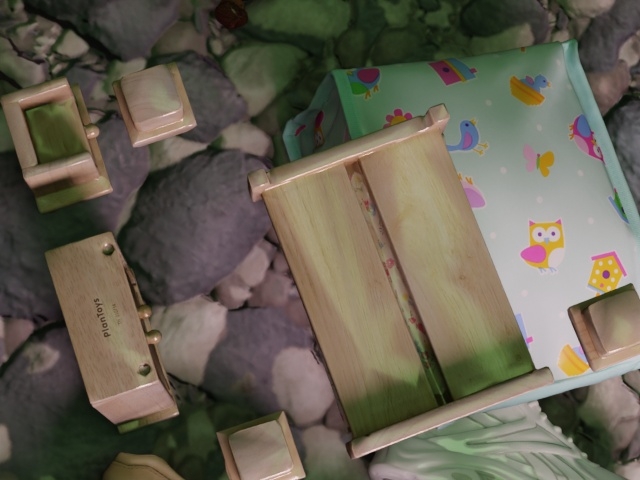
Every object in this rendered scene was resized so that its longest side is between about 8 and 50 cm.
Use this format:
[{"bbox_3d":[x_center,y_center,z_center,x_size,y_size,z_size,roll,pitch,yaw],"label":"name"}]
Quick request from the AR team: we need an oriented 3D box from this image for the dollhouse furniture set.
[{"bbox_3d":[0.000,0.000,1.123,0.355,0.174,0.303,-19,80,-6],"label":"dollhouse furniture set"}]

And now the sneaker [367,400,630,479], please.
[{"bbox_3d":[0.156,0.157,1.246,0.232,0.090,0.115,18,70,-16],"label":"sneaker"}]

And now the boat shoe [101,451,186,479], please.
[{"bbox_3d":[-0.019,0.228,1.154,0.302,0.113,0.103,16,80,-15],"label":"boat shoe"}]

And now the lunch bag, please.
[{"bbox_3d":[0.115,0.001,1.225,0.223,0.160,0.262,-11,77,-22],"label":"lunch bag"}]

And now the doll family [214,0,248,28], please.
[{"bbox_3d":[-0.111,-0.231,1.235,0.193,0.076,0.111,10,56,-12],"label":"doll family"}]
